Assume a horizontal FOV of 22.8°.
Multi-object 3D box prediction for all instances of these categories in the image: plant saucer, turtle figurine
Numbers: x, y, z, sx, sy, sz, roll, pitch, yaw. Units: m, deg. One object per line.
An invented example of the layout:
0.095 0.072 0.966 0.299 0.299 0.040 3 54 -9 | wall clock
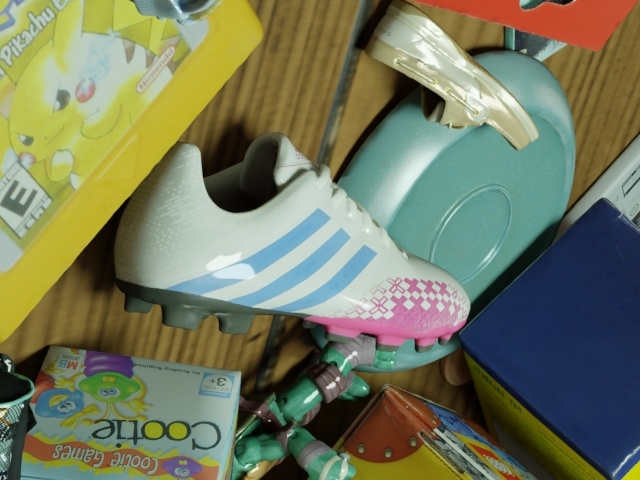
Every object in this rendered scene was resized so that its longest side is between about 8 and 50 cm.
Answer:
0.118 -0.011 1.372 0.317 0.043 0.318 -28 137 -30 | plant saucer
-0.037 0.169 1.260 0.118 0.175 0.234 49 57 -12 | turtle figurine
0.149 0.104 1.536 0.083 0.013 0.083 -30 136 -33 | plant saucer

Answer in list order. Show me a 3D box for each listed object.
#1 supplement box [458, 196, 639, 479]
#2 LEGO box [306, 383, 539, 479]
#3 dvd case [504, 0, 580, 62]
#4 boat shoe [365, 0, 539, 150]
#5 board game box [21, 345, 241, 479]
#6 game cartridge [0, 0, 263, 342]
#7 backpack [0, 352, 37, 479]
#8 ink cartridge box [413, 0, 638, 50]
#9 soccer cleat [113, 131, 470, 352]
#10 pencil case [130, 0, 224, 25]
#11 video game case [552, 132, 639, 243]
0.285 0.155 1.527 0.195 0.194 0.356 -42 152 -10 | supplement box
0.058 0.438 1.331 0.500 0.372 0.193 -52 146 6 | LEGO box
0.201 -0.200 1.359 0.119 0.013 0.087 -34 139 -30 | dvd case
0.100 -0.118 1.235 0.170 0.063 0.059 39 93 -26 | boat shoe
-0.142 0.233 1.130 0.142 0.144 0.275 -80 178 -57 | board game box
-0.184 -0.126 0.907 0.285 0.052 0.324 -51 146 -14 | game cartridge
-0.281 0.119 0.899 0.188 0.166 0.144 5 103 -49 | backpack
0.290 -0.276 1.207 0.308 0.091 0.385 4 135 -52 | ink cartridge box
0.000 0.000 1.162 0.331 0.116 0.143 8 96 -43 | soccer cleat
-0.036 -0.244 0.890 0.273 0.113 0.124 -57 131 -33 | pencil case
0.290 0.005 1.621 0.190 0.022 0.173 -46 143 -16 | video game case
